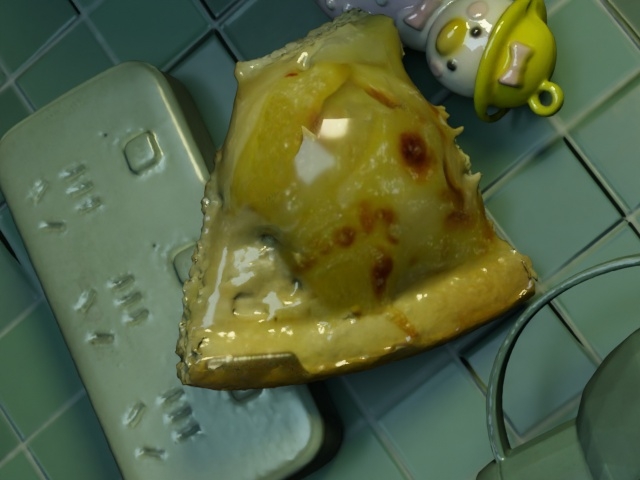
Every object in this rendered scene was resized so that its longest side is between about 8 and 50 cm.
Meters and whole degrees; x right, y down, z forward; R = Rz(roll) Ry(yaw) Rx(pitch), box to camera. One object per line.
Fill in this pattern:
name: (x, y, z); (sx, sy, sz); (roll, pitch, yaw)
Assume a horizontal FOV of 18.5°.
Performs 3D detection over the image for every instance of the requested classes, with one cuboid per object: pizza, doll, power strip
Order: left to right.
power strip: (-0.064, 0.016, 1.139); (0.193, 0.059, 0.265); (-29, 76, 14)
pizza: (0.002, -0.009, 1.042); (0.204, 0.080, 0.188); (-27, 101, -17)
doll: (0.057, -0.138, 1.104); (0.207, 0.081, 0.129); (42, 110, 16)

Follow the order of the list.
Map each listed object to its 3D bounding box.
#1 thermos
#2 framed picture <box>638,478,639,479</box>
thermos: (0.210, 0.080, 0.992); (0.286, 0.145, 0.182); (-26, 87, 15)
framed picture: (0.268, 0.162, 0.930); (0.255, 0.014, 0.339); (31, 113, -8)
